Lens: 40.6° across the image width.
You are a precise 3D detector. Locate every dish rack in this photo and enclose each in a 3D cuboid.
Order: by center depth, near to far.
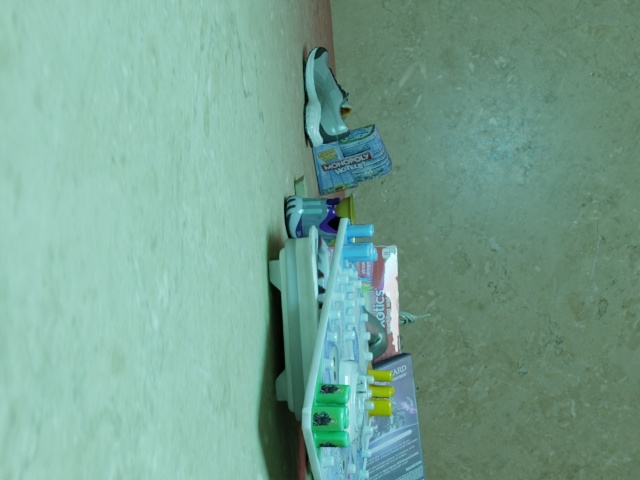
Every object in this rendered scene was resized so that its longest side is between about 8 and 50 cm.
[{"bbox_3d":[-0.021,0.134,1.307,0.333,0.072,0.285,49,37,-82],"label":"dish rack"}]

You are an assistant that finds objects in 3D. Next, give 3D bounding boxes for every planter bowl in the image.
[{"bbox_3d":[0.038,0.000,2.040,0.217,0.090,0.217,-4,90,-85],"label":"planter bowl"}]

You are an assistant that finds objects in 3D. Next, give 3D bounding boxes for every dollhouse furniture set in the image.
[{"bbox_3d":[-0.004,-0.059,1.620,0.091,0.081,0.114,-86,171,-60],"label":"dollhouse furniture set"}]

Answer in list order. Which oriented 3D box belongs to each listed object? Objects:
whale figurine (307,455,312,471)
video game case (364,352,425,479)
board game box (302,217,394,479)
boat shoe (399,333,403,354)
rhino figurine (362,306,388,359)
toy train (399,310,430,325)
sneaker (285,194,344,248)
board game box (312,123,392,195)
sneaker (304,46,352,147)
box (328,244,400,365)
[{"bbox_3d":[0.065,0.410,1.594,0.216,0.141,0.272,-66,154,-19],"label":"whale figurine"},{"bbox_3d":[0.108,0.359,1.550,0.196,0.026,0.274,-14,99,-42],"label":"video game case"},{"bbox_3d":[0.054,0.232,1.245,0.390,0.050,0.390,-78,163,-50],"label":"board game box"},{"bbox_3d":[0.070,0.345,1.858,0.132,0.130,0.355,-58,167,-78],"label":"boat shoe"},{"bbox_3d":[0.034,0.133,1.533,0.243,0.106,0.073,53,-10,-23],"label":"rhino figurine"},{"bbox_3d":[0.118,0.190,1.919,0.143,0.248,0.105,-67,153,-70],"label":"toy train"},{"bbox_3d":[0.000,0.000,1.512,0.223,0.098,0.083,78,9,-60],"label":"sneaker"},{"bbox_3d":[0.058,-0.210,2.121,0.194,0.194,0.060,58,24,-49],"label":"board game box"},{"bbox_3d":[0.017,-0.328,1.978,0.100,0.108,0.271,75,11,-59],"label":"sneaker"},{"bbox_3d":[0.065,0.161,1.672,0.142,0.154,0.300,155,-66,-82],"label":"box"}]
